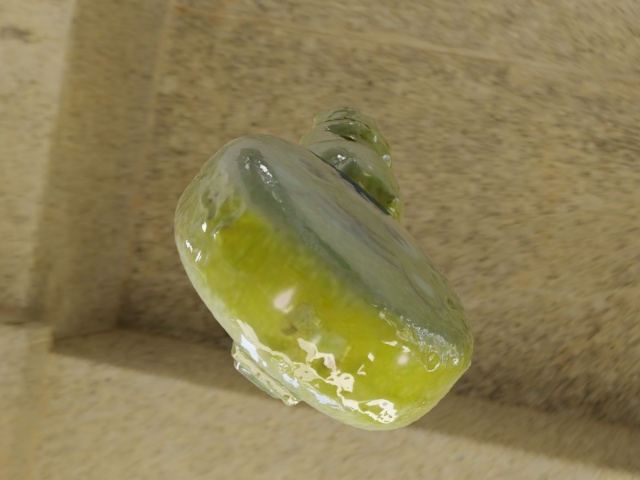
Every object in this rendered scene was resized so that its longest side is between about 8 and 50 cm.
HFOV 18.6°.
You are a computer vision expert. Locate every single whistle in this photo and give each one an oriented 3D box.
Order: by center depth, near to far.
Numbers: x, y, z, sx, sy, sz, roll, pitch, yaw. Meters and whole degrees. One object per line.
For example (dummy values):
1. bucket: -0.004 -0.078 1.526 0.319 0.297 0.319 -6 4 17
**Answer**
1. whistle: 0.000 0.000 0.653 0.104 0.198 0.057 40 -76 -11
